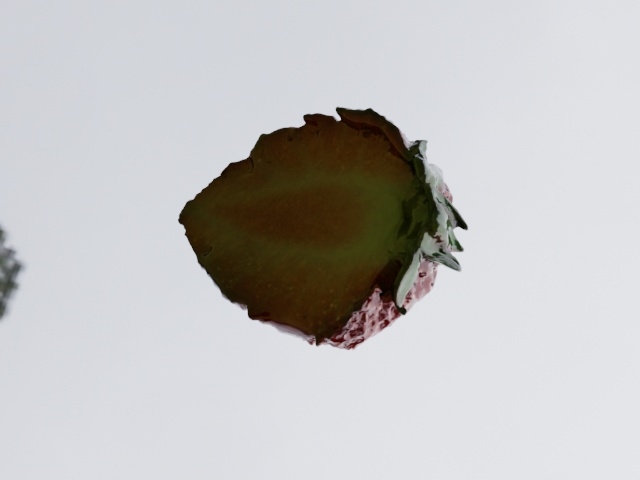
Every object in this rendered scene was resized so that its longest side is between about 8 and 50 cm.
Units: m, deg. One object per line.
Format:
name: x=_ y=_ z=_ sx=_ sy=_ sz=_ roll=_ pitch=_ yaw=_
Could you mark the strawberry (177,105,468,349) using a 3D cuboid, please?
strawberry: x=0.000 y=0.000 z=0.893 sx=0.187 sy=0.082 sz=0.147 roll=5 pitch=-118 yaw=31
